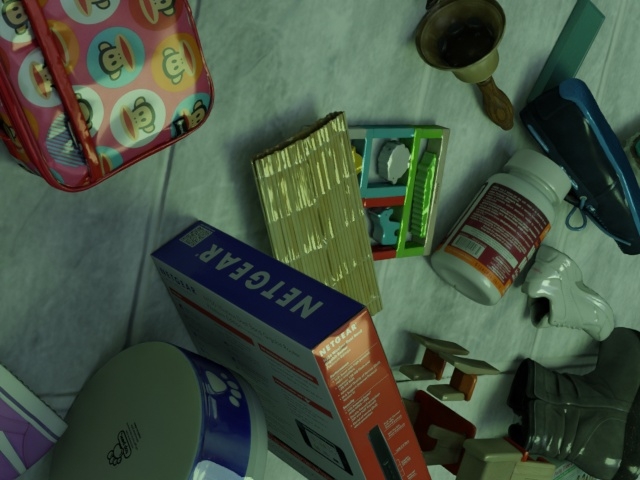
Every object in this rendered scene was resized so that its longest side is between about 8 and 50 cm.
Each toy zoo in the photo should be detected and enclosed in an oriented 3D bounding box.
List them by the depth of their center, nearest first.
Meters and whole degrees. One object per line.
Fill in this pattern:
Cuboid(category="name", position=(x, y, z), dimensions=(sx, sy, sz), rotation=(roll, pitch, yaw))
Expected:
Cuboid(category="toy zoo", position=(0.051, -0.062, 1.531), dimensions=(0.293, 0.030, 0.192), rotation=(-6, 110, -38))

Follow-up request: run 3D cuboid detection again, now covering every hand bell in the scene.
Cuboid(category="hand bell", position=(0.234, -0.229, 1.593), dimensions=(0.126, 0.126, 0.242), rotation=(-56, 145, -9))

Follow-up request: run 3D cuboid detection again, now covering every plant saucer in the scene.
Cuboid(category="plant saucer", position=(0.383, -0.282, 1.737), dimensions=(0.067, 0.018, 0.192), rotation=(30, 87, -42))

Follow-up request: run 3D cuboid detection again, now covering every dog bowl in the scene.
Cuboid(category="dog bowl", position=(-0.191, 0.253, 1.291), dimensions=(0.104, 0.265, 0.265), rotation=(33, 85, -40))

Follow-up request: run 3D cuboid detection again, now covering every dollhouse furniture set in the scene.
Cuboid(category="dollhouse furniture set", position=(0.203, 0.303, 1.649), dimensions=(0.135, 0.259, 0.262), rotation=(12, 100, -33))

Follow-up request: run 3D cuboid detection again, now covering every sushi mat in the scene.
Cuboid(category="sushi mat", position=(0.000, 0.000, 1.478), dimensions=(0.151, 0.019, 0.316), rotation=(-30, 125, -29))

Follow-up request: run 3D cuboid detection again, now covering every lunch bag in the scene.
Cuboid(category="lunch bag", position=(-0.264, -0.206, 1.158), dimensions=(0.258, 0.120, 0.293), rotation=(-31, 123, -23))

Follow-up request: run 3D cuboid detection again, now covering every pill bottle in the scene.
Cuboid(category="pill bottle", position=(0.272, -0.022, 1.673), dimensions=(0.221, 0.121, 0.121), rotation=(-52, 132, -11))

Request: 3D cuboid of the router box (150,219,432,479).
Cuboid(category="router box", position=(-0.035, 0.158, 1.336), dimensions=(0.082, 0.335, 0.301), rotation=(-37, 127, -23))

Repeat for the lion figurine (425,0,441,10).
Cuboid(category="lion figurine", position=(0.249, -0.502, 1.479), dimensions=(0.240, 0.142, 0.392), rotation=(-20, 133, -42))

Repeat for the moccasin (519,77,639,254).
Cuboid(category="moccasin", position=(0.419, -0.109, 1.767), dimensions=(0.342, 0.117, 0.137), rotation=(56, 28, -27))

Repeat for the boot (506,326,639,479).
Cuboid(category="boot", position=(0.437, 0.242, 1.899), dimensions=(0.223, 0.338, 0.118), rotation=(23, 131, -6))

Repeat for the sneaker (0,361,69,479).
Cuboid(category="sneaker", position=(-0.403, 0.182, 1.197), dimensions=(0.161, 0.102, 0.282), rotation=(-45, 130, -14))

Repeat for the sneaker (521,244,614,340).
Cuboid(category="sneaker", position=(0.401, 0.110, 1.869), dimensions=(0.115, 0.090, 0.232), rotation=(-49, 122, -6))

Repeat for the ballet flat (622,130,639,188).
Cuboid(category="ballet flat", position=(0.653, -0.189, 1.949), dimensions=(0.409, 0.147, 0.147), rotation=(-31, 124, -24))

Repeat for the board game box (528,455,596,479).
Cuboid(category="board game box", position=(0.380, 0.490, 1.954), dimensions=(0.224, 0.097, 0.303), rotation=(-11, 116, -51))
